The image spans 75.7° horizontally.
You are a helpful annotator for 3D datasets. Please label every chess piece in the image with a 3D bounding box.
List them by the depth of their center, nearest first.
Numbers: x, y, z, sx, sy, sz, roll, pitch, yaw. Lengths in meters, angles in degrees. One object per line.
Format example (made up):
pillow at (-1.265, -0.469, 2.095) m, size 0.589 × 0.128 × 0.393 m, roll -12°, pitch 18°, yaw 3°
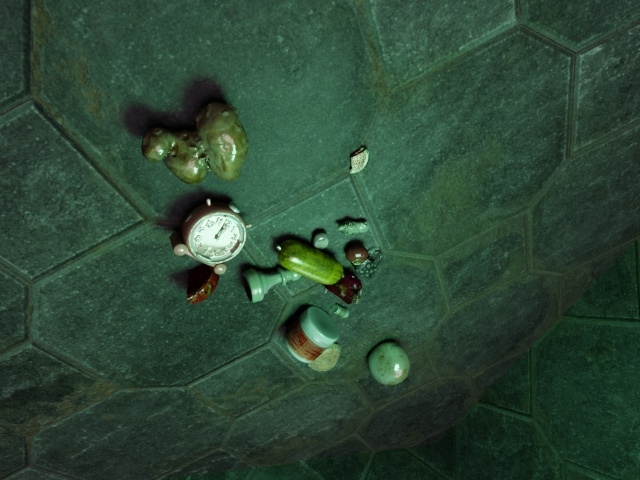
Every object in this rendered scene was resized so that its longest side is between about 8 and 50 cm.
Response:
chess piece at (-0.180, 0.156, 1.718) m, size 0.271 × 0.139 × 0.139 m, roll -16°, pitch 133°, yaw -24°

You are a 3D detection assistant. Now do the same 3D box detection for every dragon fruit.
dragon fruit at (-0.450, 0.186, 1.607) m, size 0.127 × 0.161 × 0.121 m, roll -17°, pitch 132°, yaw 7°

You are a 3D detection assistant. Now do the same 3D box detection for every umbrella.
umbrella at (0.134, -0.054, 1.689) m, size 0.143 × 0.062 × 0.067 m, roll -1°, pitch 160°, yaw -29°

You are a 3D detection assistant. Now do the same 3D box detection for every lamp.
lamp at (0.156, 0.057, 1.773) m, size 0.101 × 0.090 × 0.101 m, roll -4°, pitch 163°, yaw -1°

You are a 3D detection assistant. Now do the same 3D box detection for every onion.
onion at (0.126, 0.210, 1.829) m, size 0.173 × 0.198 × 0.135 m, roll 32°, pitch 82°, yaw -34°

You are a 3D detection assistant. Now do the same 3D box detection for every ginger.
ginger at (-0.368, -0.274, 1.241) m, size 0.304 × 0.155 × 0.245 m, roll -20°, pitch 135°, yaw -5°

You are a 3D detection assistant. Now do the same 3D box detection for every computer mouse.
computer mouse at (-0.001, -0.002, 1.695) m, size 0.066 × 0.039 × 0.096 m, roll -13°, pitch 150°, yaw -10°

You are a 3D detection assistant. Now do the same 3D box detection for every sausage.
sausage at (-0.042, 0.092, 1.693) m, size 0.347 × 0.123 × 0.123 m, roll 27°, pitch 115°, yaw -30°

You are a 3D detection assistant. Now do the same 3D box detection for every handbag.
handbag at (0.220, 0.095, 1.843) m, size 0.139 × 0.072 × 0.115 m, roll -44°, pitch 129°, yaw 12°

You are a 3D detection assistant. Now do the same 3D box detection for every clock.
clock at (-0.378, -0.036, 1.465) m, size 0.227 × 0.142 × 0.241 m, roll 32°, pitch 102°, yaw -39°

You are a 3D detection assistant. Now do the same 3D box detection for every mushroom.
mushroom at (0.400, 0.693, 2.335) m, size 0.243 × 0.243 × 0.244 m, roll -11°, pitch 132°, yaw -12°

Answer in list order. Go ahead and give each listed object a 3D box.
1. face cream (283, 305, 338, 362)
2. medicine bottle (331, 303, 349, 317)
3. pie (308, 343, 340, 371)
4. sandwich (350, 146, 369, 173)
face cream at (-0.046, 0.444, 1.945) m, size 0.201 × 0.201 × 0.187 m, roll 29°, pitch 114°, yaw -37°
medicine bottle at (0.098, 0.347, 2.025) m, size 0.047 × 0.047 × 0.083 m, roll -44°, pitch 130°, yaw 17°
pie at (0.015, 0.636, 2.234) m, size 0.185 × 0.052 × 0.218 m, roll 0°, pitch 130°, yaw -23°
sandwich at (0.142, -0.296, 1.511) m, size 0.069 × 0.026 × 0.101 m, roll -7°, pitch 128°, yaw -10°
